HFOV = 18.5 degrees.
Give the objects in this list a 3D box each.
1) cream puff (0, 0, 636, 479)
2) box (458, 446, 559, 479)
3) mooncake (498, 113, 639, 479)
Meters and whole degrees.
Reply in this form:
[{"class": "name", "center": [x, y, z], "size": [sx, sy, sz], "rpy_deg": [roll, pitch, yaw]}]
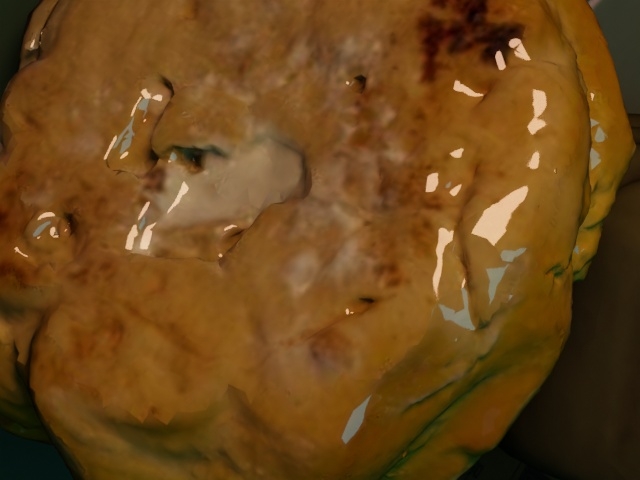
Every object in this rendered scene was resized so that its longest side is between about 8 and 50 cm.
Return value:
[{"class": "cream puff", "center": [0.001, -0.001, 0.932], "size": [0.324, 0.291, 0.257], "rpy_deg": [-70, 156, -16]}, {"class": "box", "center": [0.079, 0.190, 1.198], "size": [0.240, 0.071, 0.159], "rpy_deg": [40, 82, -40]}, {"class": "mooncake", "center": [0.249, 0.041, 1.093], "size": [0.351, 0.351, 0.187], "rpy_deg": [-2, 108, -37]}]
